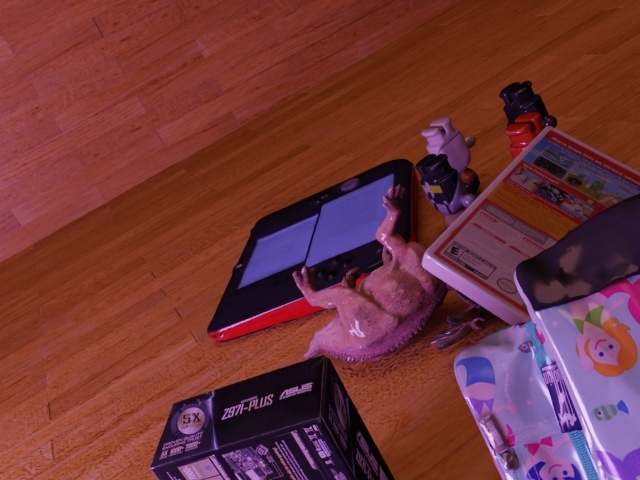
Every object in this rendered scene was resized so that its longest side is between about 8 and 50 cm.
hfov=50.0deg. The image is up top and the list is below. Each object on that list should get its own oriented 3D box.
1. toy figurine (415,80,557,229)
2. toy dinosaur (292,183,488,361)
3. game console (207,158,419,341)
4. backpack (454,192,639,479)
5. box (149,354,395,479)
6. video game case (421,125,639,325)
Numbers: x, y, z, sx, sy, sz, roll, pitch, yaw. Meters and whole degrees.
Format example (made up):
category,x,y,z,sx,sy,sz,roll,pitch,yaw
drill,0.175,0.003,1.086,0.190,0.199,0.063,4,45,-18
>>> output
category,x,y,z,sx,sy,sz,roll,pitch,yaw
toy figurine,0.256,-0.111,1.011,0.209,0.148,0.213,-23,25,22
toy dinosaur,0.093,0.080,0.813,0.295,0.127,0.200,-39,57,10
game console,0.000,0.000,1.138,0.342,0.060,0.386,-18,24,17
backpack,0.204,0.111,0.354,0.191,0.254,0.225,-38,-22,26
box,-0.027,0.204,0.574,0.147,0.180,0.077,-21,25,14
video game case,0.273,-0.006,0.760,0.204,0.025,0.285,34,56,21
